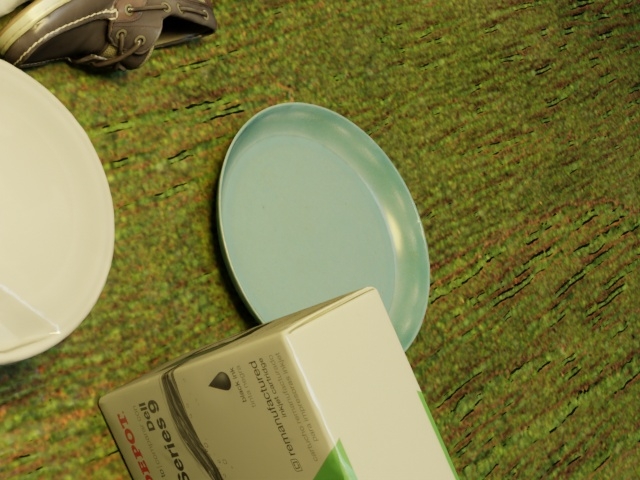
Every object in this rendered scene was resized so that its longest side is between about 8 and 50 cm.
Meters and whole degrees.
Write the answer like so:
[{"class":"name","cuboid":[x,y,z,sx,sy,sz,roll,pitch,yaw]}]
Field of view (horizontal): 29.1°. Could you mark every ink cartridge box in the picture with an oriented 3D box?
[{"class":"ink cartridge box","cuboid":[-0.041,0.186,1.091,0.121,0.289,0.211,-25,91,-44]}]

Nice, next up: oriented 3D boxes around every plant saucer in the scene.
[{"class":"plant saucer","cuboid":[0.000,0.000,1.389,0.318,0.044,0.317,20,59,-37]}]

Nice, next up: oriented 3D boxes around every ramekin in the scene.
[{"class":"ramekin","cuboid":[-0.317,-0.014,1.024,0.273,0.127,0.273,20,59,-38]}]

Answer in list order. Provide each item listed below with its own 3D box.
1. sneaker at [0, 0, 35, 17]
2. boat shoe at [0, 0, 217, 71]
[{"class":"sneaker","cuboid":[-0.295,-0.256,1.172,0.212,0.094,0.080,-36,101,-46]},{"class":"boat shoe","cuboid":[-0.201,-0.218,1.244,0.092,0.103,0.285,58,38,-1]}]
